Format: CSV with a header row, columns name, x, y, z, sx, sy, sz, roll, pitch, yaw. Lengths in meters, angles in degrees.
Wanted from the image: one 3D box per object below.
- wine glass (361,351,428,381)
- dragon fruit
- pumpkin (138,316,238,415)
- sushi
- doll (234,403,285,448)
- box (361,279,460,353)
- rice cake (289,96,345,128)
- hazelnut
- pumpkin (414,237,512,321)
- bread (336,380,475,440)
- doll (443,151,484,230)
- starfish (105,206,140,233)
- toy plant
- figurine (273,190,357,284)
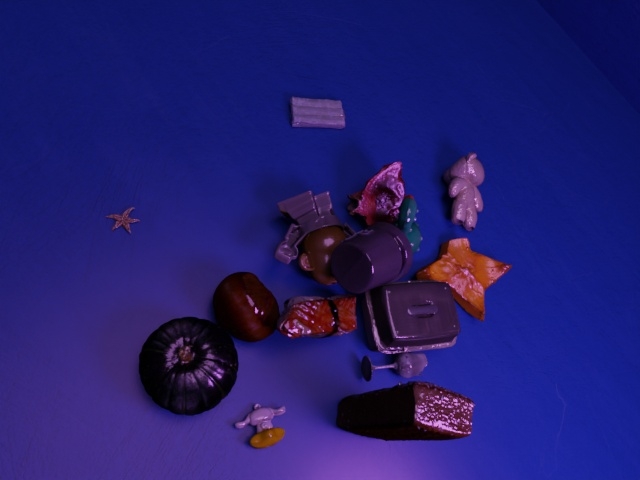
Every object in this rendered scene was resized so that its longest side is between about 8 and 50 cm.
name,x,y,z,sx,sy,sz,roll,pitch,yaw
wine glass,0.226,0.380,1.521,0.195,0.079,0.079,0,68,-19
dragon fruit,0.188,-0.136,1.702,0.211,0.134,0.262,-8,107,-11
pumpkin,-0.330,0.307,1.265,0.249,0.216,0.250,2,59,-4
sushi,-0.002,0.216,1.434,0.332,0.130,0.124,5,79,-43
doll,-0.160,0.491,1.334,0.135,0.071,0.113,9,56,-12
box,0.279,0.234,1.555,0.290,0.166,0.221,-2,69,-21
rice cake,-0.008,-0.463,1.826,0.211,0.038,0.124,2,67,-21
hazelnut,-0.206,0.192,1.394,0.204,0.178,0.178,54,55,-28
pumpkin,0.489,0.109,1.734,0.290,0.095,0.258,34,64,0
bread,0.197,0.446,1.290,0.165,0.416,0.113,22,62,-16
doll,0.529,-0.177,1.876,0.149,0.175,0.278,3,70,22
starfish,-0.570,-0.063,1.446,0.086,0.016,0.092,31,65,-7
toy plant,0.204,0.018,1.514,0.400,0.185,0.280,-22,117,-49
figurine,0.000,0.000,1.551,0.342,0.167,0.285,-13,70,-20
